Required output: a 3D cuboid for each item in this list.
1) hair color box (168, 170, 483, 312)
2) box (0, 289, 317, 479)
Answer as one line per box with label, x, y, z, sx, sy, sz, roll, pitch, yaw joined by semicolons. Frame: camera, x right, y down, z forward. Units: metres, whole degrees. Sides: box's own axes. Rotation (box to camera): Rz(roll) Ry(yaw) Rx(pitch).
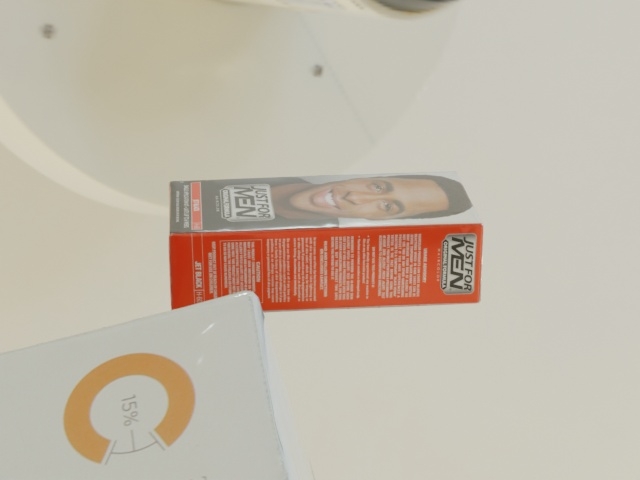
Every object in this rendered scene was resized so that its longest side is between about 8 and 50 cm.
hair color box;0.000;0.000;0.667;0.141;0.072;0.043;-2;-67;-6
box;-0.159;0.187;0.551;0.345;0.215;0.168;-14;-40;1
